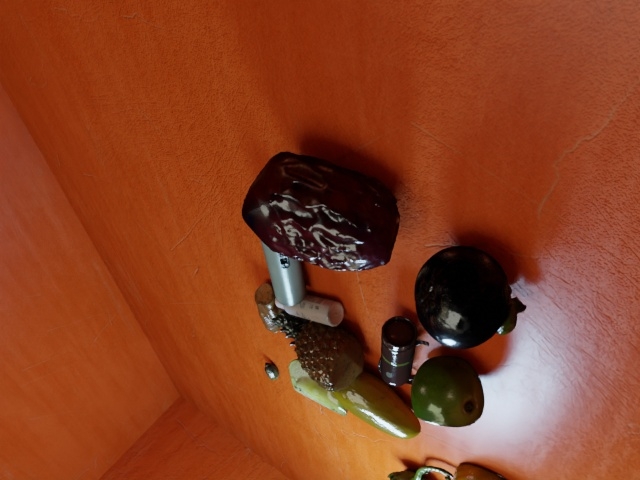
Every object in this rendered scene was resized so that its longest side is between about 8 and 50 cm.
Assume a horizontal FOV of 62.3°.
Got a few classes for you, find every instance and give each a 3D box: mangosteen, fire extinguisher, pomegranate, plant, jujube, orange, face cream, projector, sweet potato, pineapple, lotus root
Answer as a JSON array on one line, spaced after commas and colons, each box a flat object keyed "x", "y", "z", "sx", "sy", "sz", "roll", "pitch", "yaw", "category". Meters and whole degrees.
[{"x": 0.307, "y": 0.114, "z": 1.113, "sx": 0.216, "sy": 0.216, "sz": 0.216, "roll": 29, "pitch": 145, "yaw": 23, "category": "mangosteen"}, {"x": 0.236, "y": 0.341, "z": 1.535, "sx": 0.141, "sy": 0.105, "sz": 0.341, "roll": 9, "pitch": 145, "yaw": 13, "category": "fire extinguisher"}, {"x": 0.344, "y": 0.384, "z": 1.426, "sx": 0.189, "sy": 0.240, "sz": 0.159, "roll": -1, "pitch": 93, "yaw": 23, "category": "pomegranate"}, {"x": 0.391, "y": 0.917, "z": 2.041, "sx": 0.251, "sy": 0.180, "sz": 0.334, "roll": 32, "pitch": 118, "yaw": 33, "category": "plant"}, {"x": -0.001, "y": -0.066, "z": 1.216, "sx": 0.376, "sy": 0.258, "sz": 0.259, "roll": 12, "pitch": 138, "yaw": 18, "category": "jujube"}, {"x": 0.583, "y": 0.878, "z": 1.760, "sx": 0.274, "sy": 0.274, "sz": 0.310, "roll": 86, "pitch": 161, "yaw": -47, "category": "orange"}, {"x": -0.045, "y": 0.215, "z": 1.727, "sx": 0.268, "sy": 0.082, "sz": 0.082, "roll": 7, "pitch": 132, "yaw": 45, "category": "face cream"}, {"x": -0.113, "y": 0.053, "z": 1.597, "sx": 0.108, "sy": 0.108, "sz": 0.338, "roll": 24, "pitch": 143, "yaw": 30, "category": "projector"}, {"x": -0.185, "y": 0.255, "z": 1.921, "sx": 0.097, "sy": 0.097, "sz": 0.252, "roll": 27, "pitch": 142, "yaw": 27, "category": "sweet potato"}, {"x": -0.026, "y": 0.343, "z": 1.757, "sx": 0.361, "sy": 0.202, "sz": 0.202, "roll": 25, "pitch": 144, "yaw": 41, "category": "pineapple"}, {"x": -0.219, "y": 0.584, "z": 2.372, "sx": 0.049, "sy": 0.054, "sz": 0.099, "roll": 14, "pitch": 138, "yaw": 54, "category": "lotus root"}]

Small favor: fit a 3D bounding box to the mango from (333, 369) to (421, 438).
[{"x": 0.179, "y": 0.553, "z": 1.801, "sx": 0.331, "sy": 0.142, "sz": 0.195, "roll": 39, "pitch": 153, "yaw": 4, "category": "mango"}]

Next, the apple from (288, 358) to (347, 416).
[{"x": 0.007, "y": 0.514, "z": 1.980, "sx": 0.264, "sy": 0.120, "sz": 0.194, "roll": 17, "pitch": 127, "yaw": 33, "category": "apple"}]
